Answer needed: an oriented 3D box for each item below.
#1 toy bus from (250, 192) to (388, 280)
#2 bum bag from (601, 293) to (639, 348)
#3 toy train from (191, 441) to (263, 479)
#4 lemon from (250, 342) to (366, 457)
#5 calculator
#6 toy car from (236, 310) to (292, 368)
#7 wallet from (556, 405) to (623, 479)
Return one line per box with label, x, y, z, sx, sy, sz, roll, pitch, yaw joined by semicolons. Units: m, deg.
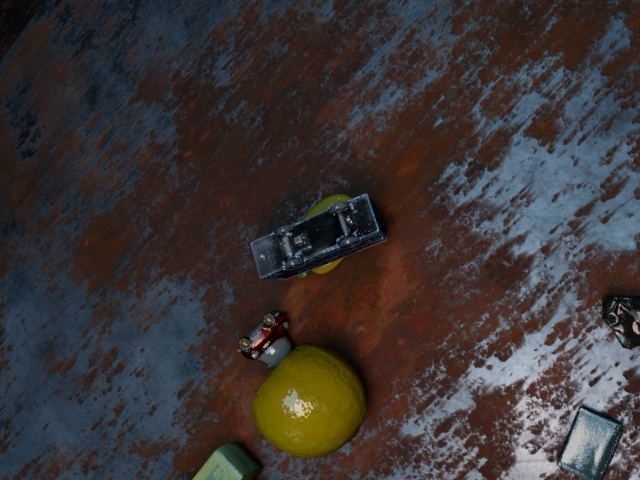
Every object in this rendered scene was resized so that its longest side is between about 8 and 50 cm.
toy bus;0.000;0.000;1.429;0.297;0.131;0.106;-22;74;18
bum bag;0.656;0.145;1.180;0.248;0.069;0.102;-5;106;22
toy train;-0.175;0.668;1.463;0.397;0.160;0.253;40;93;23
lemon;-0.013;0.355;1.376;0.219;0.240;0.240;36;100;12
calculator;0.005;-0.007;1.516;0.146;0.032;0.235;45;101;22
toy car;-0.117;0.243;1.514;0.112;0.112;0.139;44;94;7
wallet;0.523;0.397;1.236;0.088;0.026;0.129;22;93;21
